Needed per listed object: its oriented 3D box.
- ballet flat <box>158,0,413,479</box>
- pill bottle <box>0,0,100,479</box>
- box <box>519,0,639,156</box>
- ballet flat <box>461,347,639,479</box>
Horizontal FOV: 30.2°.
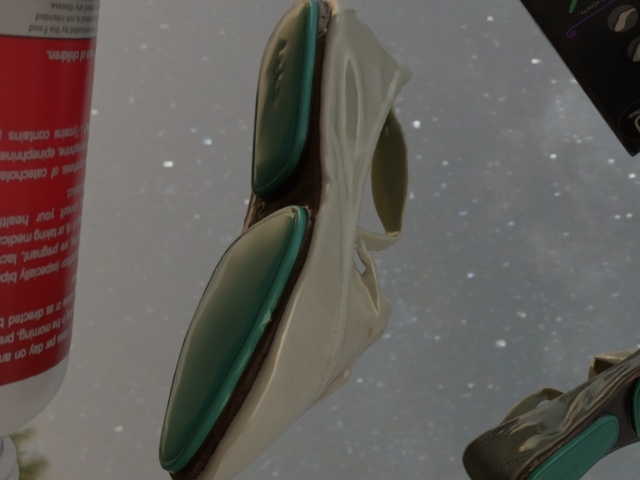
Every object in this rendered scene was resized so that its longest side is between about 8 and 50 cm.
[{"bbox_3d":[0.000,0.000,0.837,0.139,0.139,0.400,-35,-144,51],"label":"ballet flat"},{"bbox_3d":[-0.256,-0.018,0.697,0.229,0.229,0.407,21,-72,51],"label":"pill bottle"},{"bbox_3d":[0.248,-0.234,1.039,0.143,0.270,0.165,-34,-144,16],"label":"box"},{"bbox_3d":[0.186,0.107,0.787,0.068,0.213,0.072,39,-33,47],"label":"ballet flat"}]
